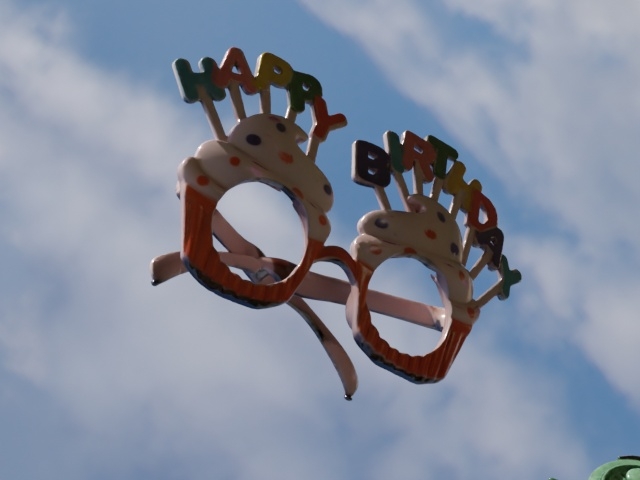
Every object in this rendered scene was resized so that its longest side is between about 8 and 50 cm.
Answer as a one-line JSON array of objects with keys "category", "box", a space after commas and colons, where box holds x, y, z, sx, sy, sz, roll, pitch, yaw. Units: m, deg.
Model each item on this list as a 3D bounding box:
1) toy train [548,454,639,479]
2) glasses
[{"category": "toy train", "box": [0.171, 0.174, 0.772, 0.200, 0.083, 0.132, 20, -149, 24]}, {"category": "glasses", "box": [0.005, -0.007, 1.016, 0.255, 0.095, 0.162, 28, -115, -25]}]
